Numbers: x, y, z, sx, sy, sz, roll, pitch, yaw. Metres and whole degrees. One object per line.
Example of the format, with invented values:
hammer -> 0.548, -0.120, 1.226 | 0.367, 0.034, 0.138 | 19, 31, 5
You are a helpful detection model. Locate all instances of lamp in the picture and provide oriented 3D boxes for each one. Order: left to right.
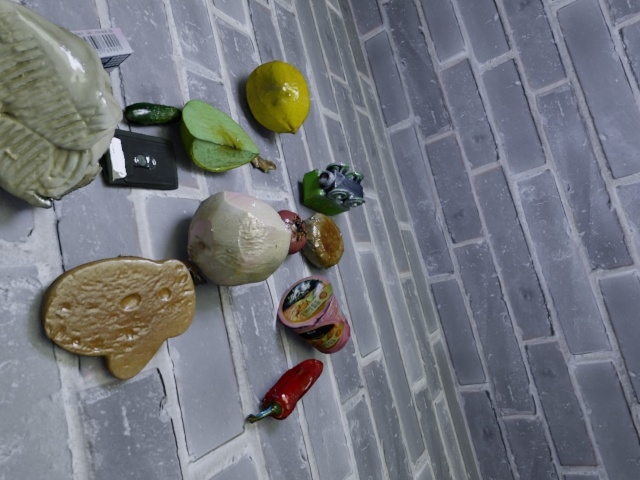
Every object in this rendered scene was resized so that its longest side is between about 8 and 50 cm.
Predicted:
lamp -> -0.124, -0.034, 1.578 | 0.182, 0.140, 0.182 | 25, 59, -49

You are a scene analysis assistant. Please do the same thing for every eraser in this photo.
eraser -> -0.631, -0.471, 1.015 | 0.086, 0.130, 0.287 | 64, 30, -20

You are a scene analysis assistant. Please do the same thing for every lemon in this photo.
lemon -> -0.175, -0.595, 1.680 | 0.268, 0.268, 0.321 | 3, 72, -57

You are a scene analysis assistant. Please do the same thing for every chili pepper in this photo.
chili pepper -> -0.098, 0.506, 1.366 | 0.387, 0.110, 0.110 | -28, 98, -58

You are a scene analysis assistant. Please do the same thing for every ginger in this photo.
ginger -> -0.242, -0.316, 1.635 | 0.137, 0.044, 0.057 | 23, 85, -44

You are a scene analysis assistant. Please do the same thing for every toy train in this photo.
toy train -> 0.059, -0.234, 1.863 | 0.307, 0.249, 0.173 | 20, 61, -52

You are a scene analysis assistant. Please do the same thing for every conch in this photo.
conch -> -0.424, 0.091, 1.097 | 0.233, 0.086, 0.080 | 11, 90, -48

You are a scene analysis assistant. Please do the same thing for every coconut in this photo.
coconut -> -0.259, -0.007, 1.202 | 0.255, 0.297, 0.297 | 15, 62, -53

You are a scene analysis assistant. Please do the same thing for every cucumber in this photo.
cucumber -> -0.504, -0.390, 1.235 | 0.227, 0.069, 0.069 | -31, 101, -61

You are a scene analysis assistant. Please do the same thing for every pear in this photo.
pear -> -0.381, -0.361, 1.358 | 0.288, 0.139, 0.239 | 0, 59, -53

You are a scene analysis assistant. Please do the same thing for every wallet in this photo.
wallet -> -0.513, -0.233, 1.158 | 0.245, 0.052, 0.168 | -6, 83, -61

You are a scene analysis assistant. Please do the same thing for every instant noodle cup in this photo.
instant noodle cup -> -0.003, 0.302, 1.535 | 0.255, 0.244, 0.243 | 56, 34, -36

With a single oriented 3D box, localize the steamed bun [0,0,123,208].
steamed bun -> -0.603, -0.280, 0.839 | 0.347, 0.393, 0.237 | 2, 27, -18

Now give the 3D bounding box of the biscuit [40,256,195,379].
biscuit -> -0.463, 0.182, 0.962 | 0.344, 0.057, 0.287 | -5, 91, -45

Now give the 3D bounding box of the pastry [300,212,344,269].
pastry -> 0.000, 0.006, 1.777 | 0.236, 0.121, 0.256 | -24, 97, -55
